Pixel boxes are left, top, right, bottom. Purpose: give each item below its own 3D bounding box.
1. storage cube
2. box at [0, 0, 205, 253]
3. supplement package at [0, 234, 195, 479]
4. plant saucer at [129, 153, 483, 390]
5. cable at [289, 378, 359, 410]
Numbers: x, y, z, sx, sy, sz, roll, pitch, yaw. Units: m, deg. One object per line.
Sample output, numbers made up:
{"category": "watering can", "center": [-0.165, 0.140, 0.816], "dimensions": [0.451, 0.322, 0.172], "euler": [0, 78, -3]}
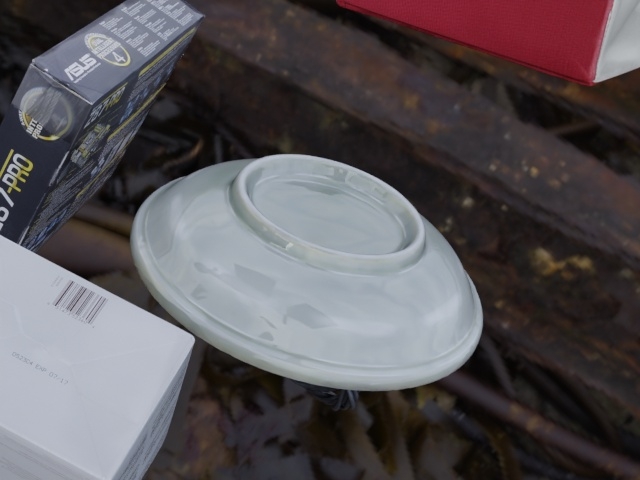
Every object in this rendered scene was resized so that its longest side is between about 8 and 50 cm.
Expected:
{"category": "storage cube", "center": [0.152, -0.222, 0.760], "dimensions": [0.193, 0.215, 0.184], "euler": [25, 27, 32]}
{"category": "box", "center": [-0.314, -0.140, 1.513], "dimensions": [0.097, 0.318, 0.395], "euler": [36, 29, -4]}
{"category": "supplement package", "center": [-0.234, 0.138, 0.985], "dimensions": [0.194, 0.203, 0.149], "euler": [28, 54, 3]}
{"category": "plant saucer", "center": [0.000, 0.000, 1.273], "dimensions": [0.400, 0.100, 0.400], "euler": [15, 29, -8]}
{"category": "cable", "center": [-0.013, 0.152, 1.599], "dimensions": [0.184, 0.150, 0.047], "euler": [35, 55, 21]}
